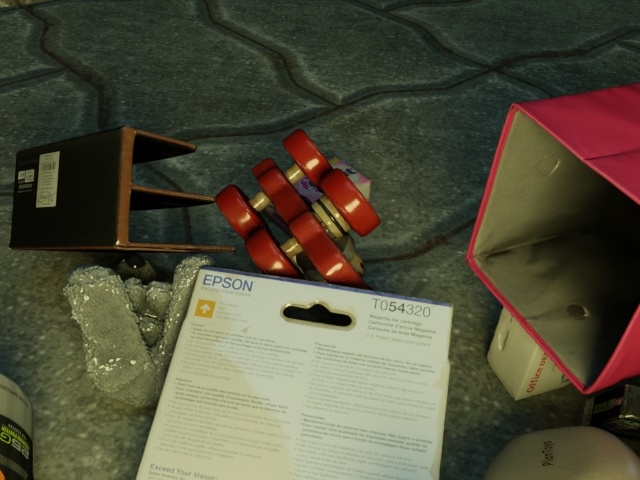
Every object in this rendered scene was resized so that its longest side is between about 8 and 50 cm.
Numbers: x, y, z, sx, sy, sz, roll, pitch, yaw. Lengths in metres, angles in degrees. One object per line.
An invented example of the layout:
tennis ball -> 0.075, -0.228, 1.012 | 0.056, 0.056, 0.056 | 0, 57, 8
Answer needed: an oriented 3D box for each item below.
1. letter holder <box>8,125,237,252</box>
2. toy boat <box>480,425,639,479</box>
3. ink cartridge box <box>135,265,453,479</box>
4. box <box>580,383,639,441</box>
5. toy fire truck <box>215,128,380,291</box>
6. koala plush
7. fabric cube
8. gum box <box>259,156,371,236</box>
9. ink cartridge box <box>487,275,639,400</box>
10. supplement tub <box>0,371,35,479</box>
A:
letter holder -> -0.281, -0.056, 0.985 | 0.301, 0.152, 0.214 | -1, -5, 42
toy boat -> 0.313, 0.280, 0.667 | 0.318, 0.148, 0.267 | -14, 0, 25
ink cartridge box -> -0.023, 0.210, 0.772 | 0.324, 0.071, 0.330 | 8, 62, 7
box -> 0.427, 0.222, 0.797 | 0.184, 0.191, 0.045 | 15, 74, 12
toy fire truck -> 0.000, 0.000, 1.007 | 0.169, 0.254, 0.302 | -39, 44, 2
koala plush -> -0.258, 0.100, 0.936 | 0.196, 0.203, 0.221 | -6, 17, -25
fabric cube -> 0.374, -0.015, 0.809 | 0.258, 0.254, 0.259 | -12, 44, -21
gum box -> -0.013, -0.082, 1.248 | 0.188, 0.062, 0.107 | -24, 45, -31
ink cartridge box -> 0.347, 0.131, 0.937 | 0.190, 0.140, 0.082 | -12, 42, -18
supplement tub -> -0.377, 0.288, 0.639 | 0.193, 0.194, 0.316 | -9, 40, -16
